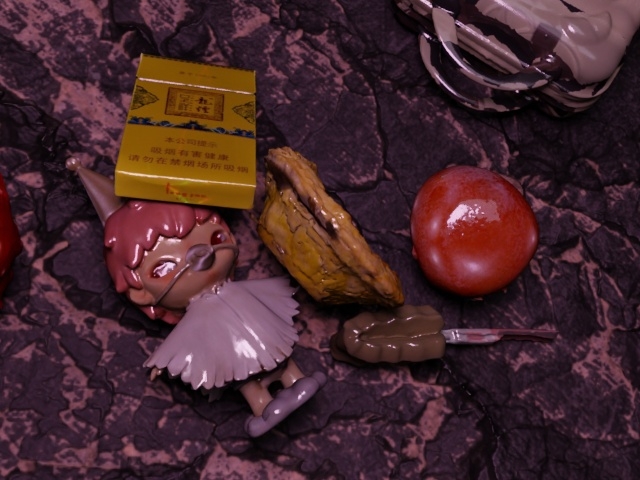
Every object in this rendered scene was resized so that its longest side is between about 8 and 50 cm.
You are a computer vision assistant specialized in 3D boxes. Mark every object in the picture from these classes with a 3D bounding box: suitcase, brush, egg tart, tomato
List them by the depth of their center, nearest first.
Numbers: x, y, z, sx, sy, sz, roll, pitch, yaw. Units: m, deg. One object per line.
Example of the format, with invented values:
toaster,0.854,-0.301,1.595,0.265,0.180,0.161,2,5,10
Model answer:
egg tart,0.000,0.000,0.985,0.106,0.241,0.241,-39,81,0
brush,0.160,0.117,1.059,0.300,0.084,0.071,0,74,-18
tomato,0.188,-0.019,1.063,0.167,0.167,0.167,4,69,-11
suitcase,0.279,-0.337,1.183,0.351,0.194,0.339,33,69,1

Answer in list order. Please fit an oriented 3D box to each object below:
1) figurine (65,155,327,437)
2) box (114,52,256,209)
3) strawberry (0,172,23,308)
figurine,-0.146,0.037,0.968,0.207,0.166,0.387,-32,81,-25
box,-0.154,-0.137,1.027,0.152,0.041,0.279,6,38,-9
strawberry,-0.463,-0.033,0.829,0.295,0.345,0.318,-22,76,-20
